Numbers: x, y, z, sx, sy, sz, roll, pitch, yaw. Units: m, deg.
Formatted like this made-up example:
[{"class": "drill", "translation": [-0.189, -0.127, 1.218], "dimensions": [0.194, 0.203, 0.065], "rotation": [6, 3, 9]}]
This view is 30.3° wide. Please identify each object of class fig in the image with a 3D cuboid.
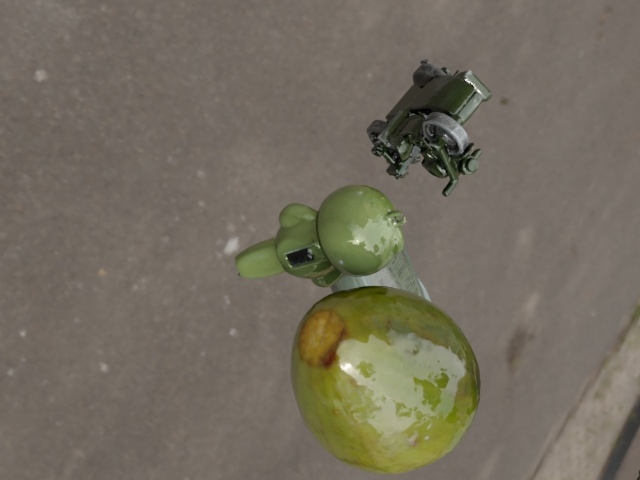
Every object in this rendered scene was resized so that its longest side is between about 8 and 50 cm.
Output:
[{"class": "fig", "translation": [0.079, 0.183, 1.625], "dimensions": [0.258, 0.258, 0.326], "rotation": [-59, 148, -10]}]

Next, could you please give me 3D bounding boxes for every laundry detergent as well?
[{"class": "laundry detergent", "translation": [0.136, 0.122, 2.122], "dimensions": [0.280, 0.105, 0.215], "rotation": [56, 36, -18]}]

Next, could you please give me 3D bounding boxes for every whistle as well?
[{"class": "whistle", "translation": [0.007, -0.006, 1.736], "dimensions": [0.141, 0.294, 0.141], "rotation": [9, 77, -43]}]

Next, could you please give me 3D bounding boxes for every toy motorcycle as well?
[{"class": "toy motorcycle", "translation": [0.185, -0.186, 1.846], "dimensions": [0.205, 0.275, 0.127], "rotation": [-49, 113, -17]}]

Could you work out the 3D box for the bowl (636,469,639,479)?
[{"class": "bowl", "translation": [0.504, 0.316, 1.442], "dimensions": [0.112, 0.211, 0.211], "rotation": [-25, 134, -45]}]
